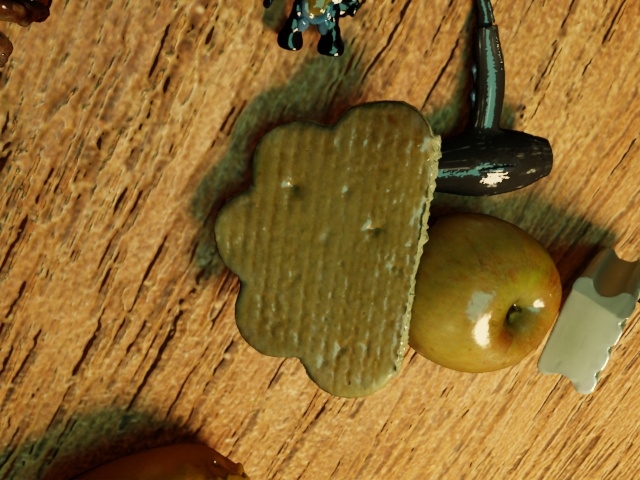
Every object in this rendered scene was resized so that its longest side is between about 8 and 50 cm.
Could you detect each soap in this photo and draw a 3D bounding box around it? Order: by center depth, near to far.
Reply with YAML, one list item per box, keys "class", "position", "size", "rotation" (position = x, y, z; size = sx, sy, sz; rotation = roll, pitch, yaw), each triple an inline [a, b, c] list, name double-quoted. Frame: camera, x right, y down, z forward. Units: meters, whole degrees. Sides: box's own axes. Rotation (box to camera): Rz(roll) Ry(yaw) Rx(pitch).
- class: "soap"
  position: [0.320, 0.085, 0.801]
  size: [0.198, 0.067, 0.119]
  rotation: [-19, 130, -59]

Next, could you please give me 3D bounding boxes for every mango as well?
- class: "mango"
  position: [-0.199, 0.321, 0.729]
  size: [0.287, 0.152, 0.201]
  rotation: [-25, 125, -8]

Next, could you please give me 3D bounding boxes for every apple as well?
- class: "apple"
  position: [0.155, 0.052, 0.737]
  size: [0.183, 0.155, 0.182]
  rotation: [-11, 111, -30]

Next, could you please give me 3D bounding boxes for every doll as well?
- class: "doll"
  position: [0.004, -0.254, 0.572]
  size: [0.096, 0.070, 0.195]
  rotation: [6, 118, -6]

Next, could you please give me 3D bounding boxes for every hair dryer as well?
- class: "hair dryer"
  position: [0.139, -0.150, 0.693]
  size: [0.196, 0.075, 0.219]
  rotation: [-5, 107, -9]

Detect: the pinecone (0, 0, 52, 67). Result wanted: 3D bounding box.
- class: "pinecone"
  position: [-0.287, -0.203, 0.380]
  size: [0.298, 0.242, 0.295]
  rotation: [-16, 118, -19]

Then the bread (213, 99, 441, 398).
- class: "bread"
  position: [0.000, 0.000, 0.660]
  size: [0.208, 0.056, 0.286]
  rotation: [14, 97, 8]

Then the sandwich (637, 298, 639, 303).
- class: "sandwich"
  position: [0.528, 0.016, 0.880]
  size: [0.122, 0.128, 0.235]
  rotation: [22, 106, -37]
